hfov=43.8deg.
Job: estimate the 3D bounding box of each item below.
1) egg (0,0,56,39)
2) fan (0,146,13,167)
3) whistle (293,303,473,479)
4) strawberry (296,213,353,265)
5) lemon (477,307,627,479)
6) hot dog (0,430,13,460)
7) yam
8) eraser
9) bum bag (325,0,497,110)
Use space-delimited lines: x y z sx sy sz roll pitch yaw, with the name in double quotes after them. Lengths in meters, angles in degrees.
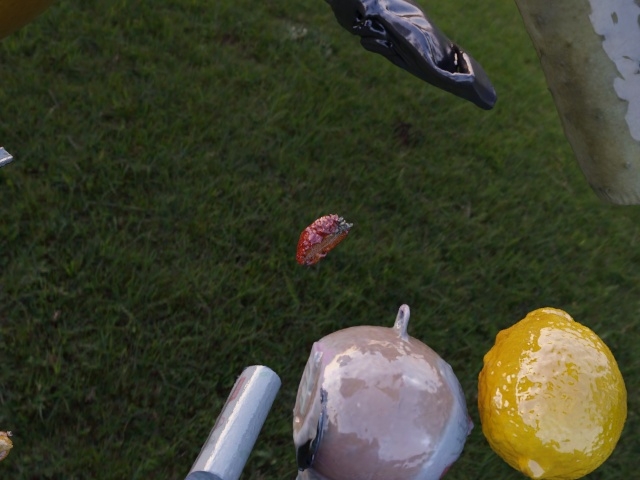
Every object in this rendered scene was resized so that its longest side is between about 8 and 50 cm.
-0.225 -0.236 0.424 0.250 0.250 0.322 28 49 -2 "egg"
-0.414 -0.004 0.700 0.229 0.011 0.335 43 50 5 "fan"
0.042 0.230 0.793 0.189 0.189 0.348 18 97 -8 "whistle"
-0.002 -0.003 1.456 0.104 0.152 0.048 -14 71 -43 "strawberry"
0.226 0.150 0.784 0.142 0.142 0.187 21 53 -7 "lemon"
-0.400 0.231 0.868 0.133 0.056 0.041 -5 56 -45 "hot dog"
0.120 -0.182 0.415 0.083 0.083 0.371 -47 123 -32 "yam"
-0.157 0.345 1.376 0.081 0.174 0.227 27 46 -2 "eraser"
0.066 -0.235 0.835 0.310 0.074 0.137 46 16 14 "bum bag"
